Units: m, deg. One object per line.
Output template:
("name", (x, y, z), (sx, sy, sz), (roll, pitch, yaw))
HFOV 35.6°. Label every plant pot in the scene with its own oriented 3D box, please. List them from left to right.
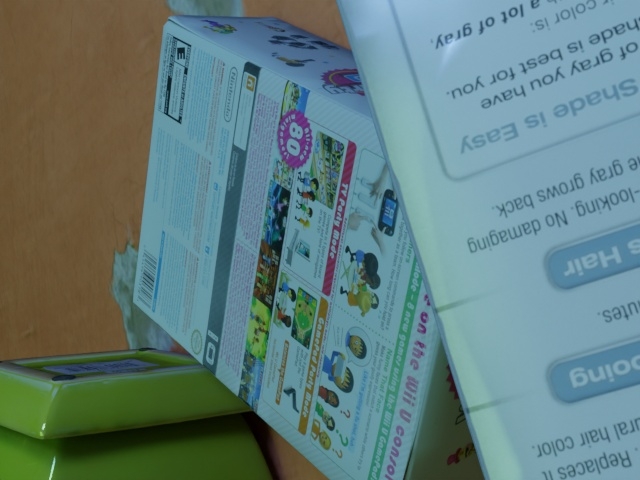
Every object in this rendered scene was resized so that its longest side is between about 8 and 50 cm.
("plant pot", (-0.170, 0.198, 0.803), (0.227, 0.228, 0.207), (0, 91, 52))

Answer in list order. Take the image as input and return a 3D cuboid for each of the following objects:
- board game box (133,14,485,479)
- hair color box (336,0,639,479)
("board game box", (0.000, 0.000, 0.643), (0.303, 0.097, 0.224), (34, 123, 44))
("hair color box", (0.134, -0.023, 0.390), (0.185, 0.113, 0.374), (-20, 79, 18))
